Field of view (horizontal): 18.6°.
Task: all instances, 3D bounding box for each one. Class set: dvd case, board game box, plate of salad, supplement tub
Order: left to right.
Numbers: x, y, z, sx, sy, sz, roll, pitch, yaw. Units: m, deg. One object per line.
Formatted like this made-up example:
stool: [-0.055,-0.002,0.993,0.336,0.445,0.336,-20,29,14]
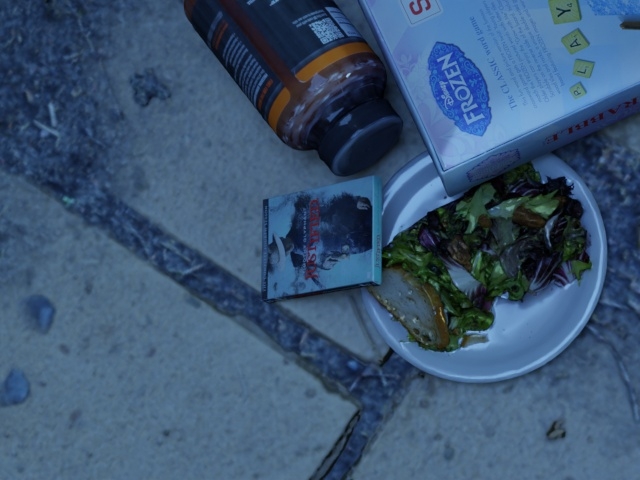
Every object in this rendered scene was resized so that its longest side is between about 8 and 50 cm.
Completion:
supplement tub: [-0.018,-0.145,1.571,0.106,0.106,0.198,-38,70,5]
dvd case: [0.000,0.000,1.555,0.119,0.013,0.087,-10,73,41]
plate of salad: [0.123,0.011,1.523,0.199,0.048,0.200,-4,75,16]
board game box: [0.178,-0.241,1.538,0.318,0.066,0.319,-24,71,2]
